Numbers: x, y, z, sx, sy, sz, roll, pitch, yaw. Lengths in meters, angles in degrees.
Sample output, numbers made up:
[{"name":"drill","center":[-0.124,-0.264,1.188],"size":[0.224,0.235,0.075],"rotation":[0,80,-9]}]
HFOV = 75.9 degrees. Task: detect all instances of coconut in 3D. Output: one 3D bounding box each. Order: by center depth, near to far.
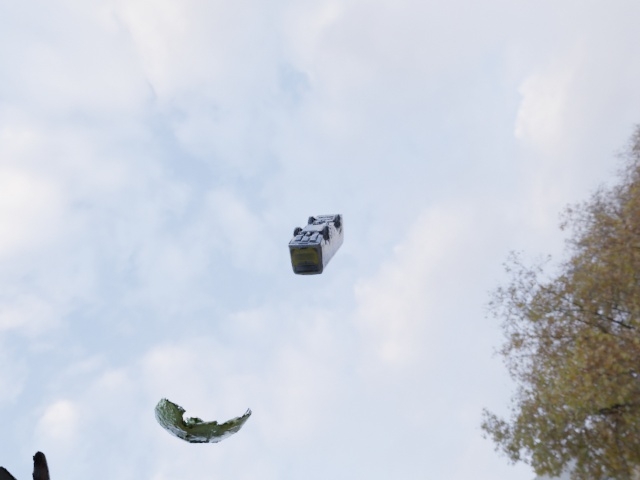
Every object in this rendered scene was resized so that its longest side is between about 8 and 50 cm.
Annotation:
[{"name":"coconut","center":[-0.192,0.297,0.663],"size":[0.157,0.133,0.055],"rotation":[15,-131,-24]}]

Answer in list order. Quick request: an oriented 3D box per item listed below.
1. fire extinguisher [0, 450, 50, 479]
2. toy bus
[{"name":"fire extinguisher","center":[-0.209,0.188,0.174],"size":[0.072,0.267,0.089],"rotation":[-32,-96,4]},{"name":"toy bus","center":[0.000,0.000,0.730],"size":[0.063,0.190,0.076],"rotation":[-4,-76,16]}]
